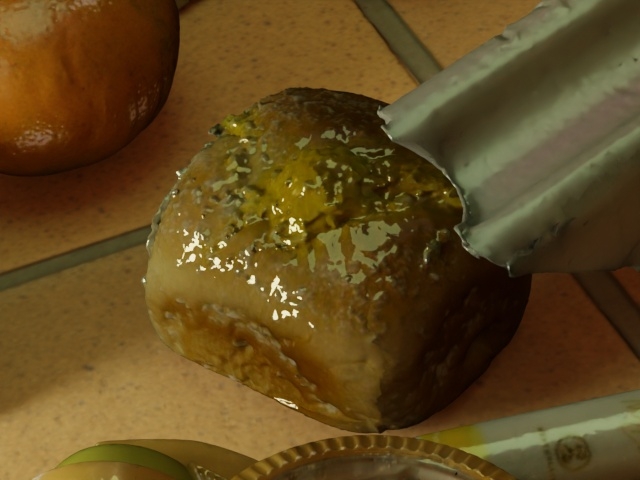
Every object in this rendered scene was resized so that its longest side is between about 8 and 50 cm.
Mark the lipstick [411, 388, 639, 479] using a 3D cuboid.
[{"bbox_3d":[0.171,0.127,1.212,0.264,0.059,0.059,-12,41,-4],"label":"lipstick"}]

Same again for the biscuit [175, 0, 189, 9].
[{"bbox_3d":[-0.222,-0.283,1.765,0.325,0.044,0.217,24,48,32],"label":"biscuit"}]

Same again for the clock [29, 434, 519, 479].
[{"bbox_3d":[-0.014,0.225,1.033,0.317,0.200,0.244,-1,44,4],"label":"clock"}]

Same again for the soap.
[{"bbox_3d":[0.196,-0.047,1.302,0.302,0.258,0.159,-32,61,-11],"label":"soap"}]

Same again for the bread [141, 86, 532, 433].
[{"bbox_3d":[0.000,0.000,1.296,0.246,0.176,0.195,21,48,29],"label":"bread"}]

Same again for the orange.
[{"bbox_3d":[-0.219,-0.149,1.509,0.240,0.171,0.240,-4,36,3],"label":"orange"}]
